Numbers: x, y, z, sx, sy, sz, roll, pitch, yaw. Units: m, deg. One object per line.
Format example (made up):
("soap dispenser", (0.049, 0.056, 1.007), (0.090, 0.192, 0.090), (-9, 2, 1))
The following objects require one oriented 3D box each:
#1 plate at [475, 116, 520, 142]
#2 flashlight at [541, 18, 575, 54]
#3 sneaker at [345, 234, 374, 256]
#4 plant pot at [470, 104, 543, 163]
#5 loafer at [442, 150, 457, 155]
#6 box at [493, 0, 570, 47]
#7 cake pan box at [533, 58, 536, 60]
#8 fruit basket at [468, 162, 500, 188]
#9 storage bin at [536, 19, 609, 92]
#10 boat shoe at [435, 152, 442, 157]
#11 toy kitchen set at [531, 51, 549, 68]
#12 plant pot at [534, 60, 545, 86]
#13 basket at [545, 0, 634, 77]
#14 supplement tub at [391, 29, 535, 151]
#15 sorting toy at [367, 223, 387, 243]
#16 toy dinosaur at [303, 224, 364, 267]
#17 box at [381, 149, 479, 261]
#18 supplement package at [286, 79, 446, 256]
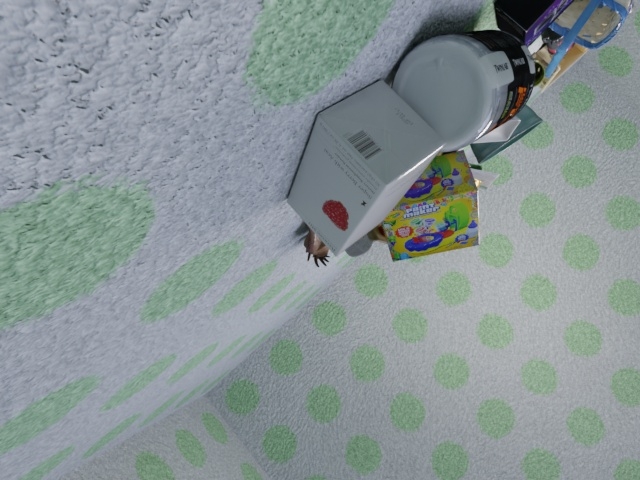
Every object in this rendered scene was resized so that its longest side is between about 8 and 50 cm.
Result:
("plate", (0.523, -0.388, 1.497), (0.277, 0.045, 0.277), (0, 179, 15))
("flashlight", (0.871, -0.742, 1.563), (0.304, 0.103, 0.103), (-22, 132, -60))
("sneaker", (0.258, -0.048, 2.093), (0.321, 0.125, 0.180), (-47, 168, 26))
("plant pot", (0.743, -0.486, 1.817), (0.293, 0.196, 0.293), (-33, 173, -4))
("loafer", (0.418, -0.328, 1.512), (0.220, 0.078, 0.080), (-23, -171, 45))
("box", (0.513, -0.567, 0.930), (0.261, 0.103, 0.184), (-47, 172, 25))
("cake pan box", (0.620, -0.547, 1.520), (0.266, 0.070, 0.246), (-31, 167, -48))
("fruit basket", (0.579, -0.297, 1.861), (0.353, 0.326, 0.166), (35, 71, -76))
("storage bin", (1.036, -0.810, 1.829), (0.262, 0.123, 0.260), (-42, 171, 5))
("boat shoe", (0.332, -0.303, 1.383), (0.110, 0.122, 0.341), (-4, 163, -2))
("toy kitchen set", (0.878, -0.717, 1.756), (0.083, 0.075, 0.068), (-40, 169, -7))
("plant pot", (0.681, -0.544, 1.392), (0.083, 0.083, 0.079), (-51, 179, 42))
("basket", (0.776, -0.650, 1.275), (0.289, 0.201, 0.254), (-54, 169, 10))
("supplement tub", (0.309, -0.318, 0.888), (0.338, 0.207, 0.207), (-32, 166, -44))
("sorting toy", (0.264, -0.080, 1.689), (0.228, 0.307, 0.041), (12, 126, -21))
("toy dinosaur", (0.000, 0.000, 1.337), (0.200, 0.127, 0.295), (-38, 166, 18))
("box", (0.339, -0.102, 1.385), (0.289, 0.177, 0.279), (-12, 141, 13))
("supplement package", (0.074, -0.130, 0.870), (0.175, 0.177, 0.293), (-37, 168, -28))
